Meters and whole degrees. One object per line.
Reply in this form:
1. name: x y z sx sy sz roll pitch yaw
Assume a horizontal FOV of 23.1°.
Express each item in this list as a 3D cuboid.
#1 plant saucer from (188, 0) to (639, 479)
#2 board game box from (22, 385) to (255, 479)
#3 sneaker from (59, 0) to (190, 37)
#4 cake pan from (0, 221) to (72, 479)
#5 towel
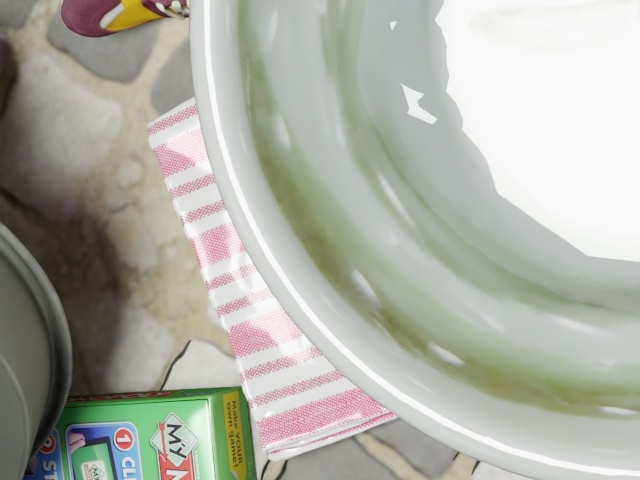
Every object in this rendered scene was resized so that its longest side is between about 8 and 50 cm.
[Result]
1. plant saucer: 0.142 -0.093 0.687 0.400 0.100 0.400 2 95 21
2. board game box: -0.127 0.244 0.860 0.213 0.046 0.317 -5 91 23
3. sneaker: -0.050 -0.134 0.792 0.185 0.069 0.084 -27 82 24
4. cake pan: -0.267 0.075 0.749 0.293 0.293 0.054 -34 38 21
5. towel: 0.000 0.000 0.800 0.144 0.029 0.197 -24 84 22
